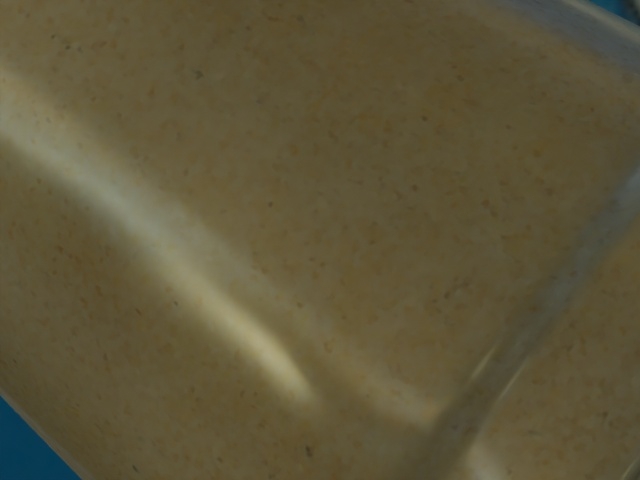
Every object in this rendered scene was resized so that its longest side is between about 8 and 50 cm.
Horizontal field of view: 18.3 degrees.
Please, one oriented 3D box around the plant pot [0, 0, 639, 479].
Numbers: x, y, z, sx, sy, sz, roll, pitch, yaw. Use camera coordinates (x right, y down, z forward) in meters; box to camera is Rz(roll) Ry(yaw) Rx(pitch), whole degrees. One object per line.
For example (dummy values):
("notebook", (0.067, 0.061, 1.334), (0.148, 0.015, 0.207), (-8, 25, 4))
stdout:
("plant pot", (0.000, 0.000, 0.760), (0.334, 0.305, 0.334), (-52, -9, -11))
